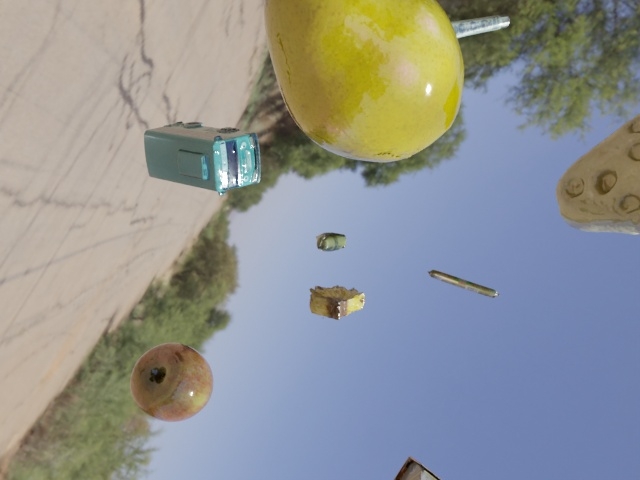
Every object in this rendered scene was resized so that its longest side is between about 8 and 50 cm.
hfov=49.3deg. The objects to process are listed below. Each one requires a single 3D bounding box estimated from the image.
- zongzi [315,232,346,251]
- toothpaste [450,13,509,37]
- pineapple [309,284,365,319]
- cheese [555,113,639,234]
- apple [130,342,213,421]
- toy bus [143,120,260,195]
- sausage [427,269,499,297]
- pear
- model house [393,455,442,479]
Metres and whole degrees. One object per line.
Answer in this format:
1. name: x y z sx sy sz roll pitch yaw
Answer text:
1. zongzi: 0.000 0.000 1.940 0.104 0.113 0.052 -1 101 -52
2. toothpaste: 0.429 -0.611 2.002 0.039 0.239 0.062 -145 -137 -70
3. pineapple: 0.042 0.148 1.683 0.116 0.137 0.069 -105 -169 -72
4. cheese: 0.695 -0.087 1.547 0.328 0.130 0.351 -36 -133 33
5. apple: -0.352 0.341 1.675 0.188 0.188 0.174 -63 147 -16
6. toy bus: -0.268 -0.188 1.563 0.147 0.256 0.128 -25 120 -46
7. sausage: 0.509 0.155 2.487 0.033 0.269 0.032 18 90 -88
8. pear: 0.064 -0.271 1.000 0.285 0.285 0.336 -65 150 -32
9. model house: 0.236 0.617 1.710 0.207 0.219 0.136 -47 -170 27
